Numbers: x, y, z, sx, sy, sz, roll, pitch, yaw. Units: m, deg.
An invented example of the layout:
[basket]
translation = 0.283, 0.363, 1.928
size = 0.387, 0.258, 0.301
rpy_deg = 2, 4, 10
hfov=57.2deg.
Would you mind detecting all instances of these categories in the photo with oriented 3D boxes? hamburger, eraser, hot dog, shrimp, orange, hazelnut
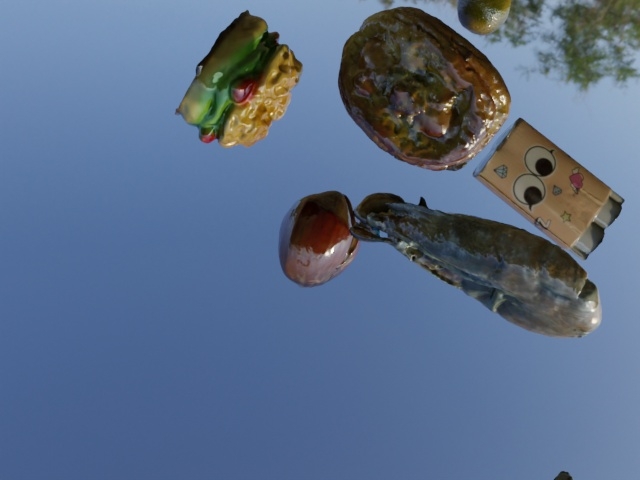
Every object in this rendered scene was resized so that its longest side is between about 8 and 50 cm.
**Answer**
[hamburger]
translation = -0.126, -0.250, 0.986
size = 0.149, 0.237, 0.237
rpy_deg = 37, -148, -11
[eraser]
translation = 0.484, -0.108, 1.253
size = 0.290, 0.171, 0.087
rpy_deg = 38, 171, -1
[hot dog]
translation = 0.144, -0.231, 0.882
size = 0.272, 0.196, 0.122
rpy_deg = 43, -152, 7
[shrimp]
translation = 0.244, 0.031, 0.979
size = 0.446, 0.221, 0.110
rpy_deg = 28, -116, 29
[orange]
translation = 0.265, -0.382, 0.951
size = 0.085, 0.095, 0.085
rpy_deg = -4, -119, 8
[hazelnut]
translation = 0.003, 0.001, 1.244
size = 0.212, 0.181, 0.180
rpy_deg = 5, -110, -58

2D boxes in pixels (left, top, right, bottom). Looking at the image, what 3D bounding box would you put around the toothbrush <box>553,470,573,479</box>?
[toothbrush]
translation = 0.391, 0.525, 1.089
size = 0.297, 0.030, 0.030
rpy_deg = -28, -138, -36
